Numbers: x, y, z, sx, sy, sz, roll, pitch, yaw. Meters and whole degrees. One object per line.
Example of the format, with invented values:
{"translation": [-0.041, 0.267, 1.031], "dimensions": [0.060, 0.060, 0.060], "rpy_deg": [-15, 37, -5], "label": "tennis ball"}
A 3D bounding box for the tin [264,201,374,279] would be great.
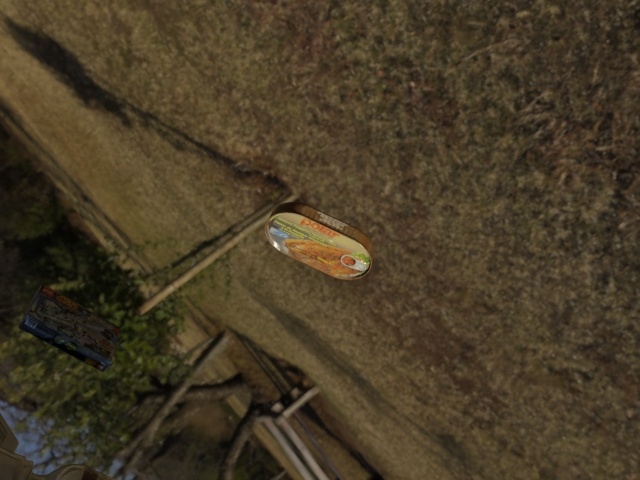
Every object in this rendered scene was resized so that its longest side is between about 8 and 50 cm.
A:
{"translation": [0.000, 0.000, 1.157], "dimensions": [0.189, 0.040, 0.106], "rpy_deg": [26, 142, -5], "label": "tin"}

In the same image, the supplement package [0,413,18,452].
{"translation": [-0.616, 0.359, 1.145], "dimensions": [0.105, 0.179, 0.105], "rpy_deg": [65, 171, -14], "label": "supplement package"}

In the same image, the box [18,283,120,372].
{"translation": [-0.367, 0.129, 1.025], "dimensions": [0.137, 0.027, 0.094], "rpy_deg": [35, -164, -21], "label": "box"}

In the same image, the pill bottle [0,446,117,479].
{"translation": [-0.244, 0.390, 0.768], "dimensions": [0.392, 0.224, 0.224], "rpy_deg": [29, 171, -12], "label": "pill bottle"}
